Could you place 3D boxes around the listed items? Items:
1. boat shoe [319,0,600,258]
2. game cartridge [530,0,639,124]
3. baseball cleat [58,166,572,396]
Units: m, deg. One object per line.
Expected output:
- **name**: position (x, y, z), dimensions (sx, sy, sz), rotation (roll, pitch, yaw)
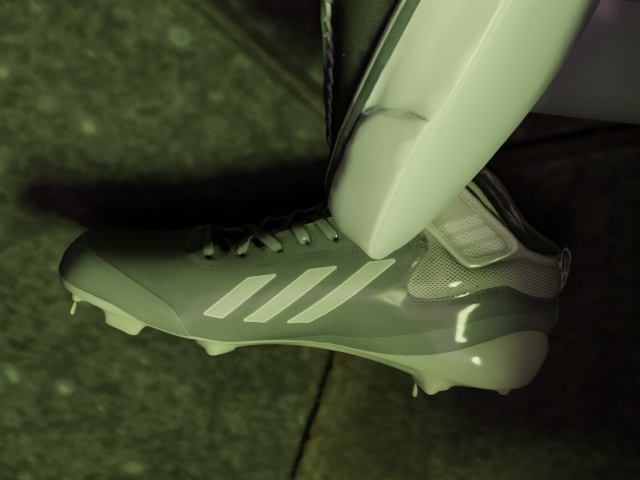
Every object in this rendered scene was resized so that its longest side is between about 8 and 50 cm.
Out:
- **boat shoe**: position (0.041, -0.122, 0.617), dimensions (0.102, 0.108, 0.301), rotation (37, 140, 18)
- **game cartridge**: position (0.112, -0.172, 0.662), dimensions (0.198, 0.062, 0.297), rotation (9, 125, 4)
- **baseball cleat**: position (0.000, 0.000, 0.792), dimensions (0.206, 0.072, 0.109), rotation (11, 111, -8)
